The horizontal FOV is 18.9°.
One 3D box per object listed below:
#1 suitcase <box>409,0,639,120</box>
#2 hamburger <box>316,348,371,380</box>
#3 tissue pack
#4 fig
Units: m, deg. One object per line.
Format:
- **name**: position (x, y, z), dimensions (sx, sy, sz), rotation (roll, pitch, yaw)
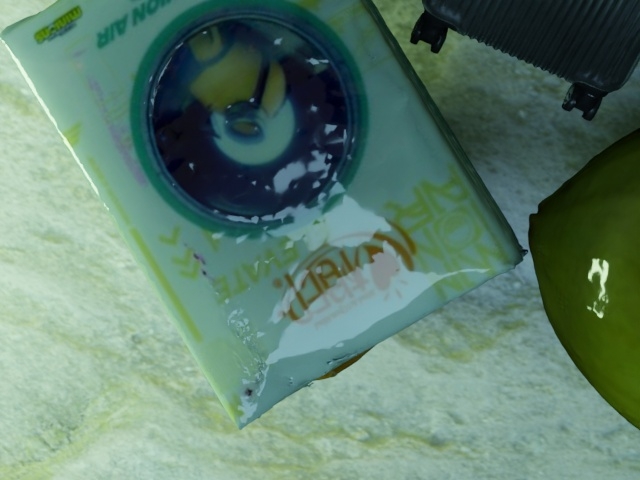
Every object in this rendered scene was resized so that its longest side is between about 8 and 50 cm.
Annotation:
- **suitcase**: position (0.210, -0.261, 1.531), dimensions (0.202, 0.128, 0.312), rotation (24, 128, -3)
- **hamburger**: position (0.000, 0.000, 1.778), dimensions (0.156, 0.144, 0.283), rotation (-2, 123, 16)
- **tissue pack**: position (-0.046, -0.080, 1.614), dimensions (0.287, 0.162, 0.388), rotation (-31, 91, 13)
- **fig**: position (0.348, 0.033, 1.603), dimensions (0.343, 0.343, 0.343), rotation (8, 127, 10)
